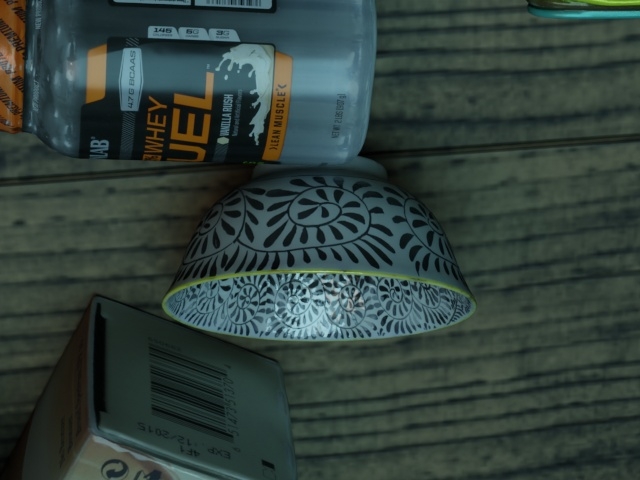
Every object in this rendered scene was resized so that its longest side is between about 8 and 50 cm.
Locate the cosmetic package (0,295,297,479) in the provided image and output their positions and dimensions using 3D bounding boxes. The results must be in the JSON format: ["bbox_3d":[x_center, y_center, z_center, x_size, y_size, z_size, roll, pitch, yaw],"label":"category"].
[{"bbox_3d":[-0.137,0.201,1.150,0.129,0.153,0.296,21,113,-17],"label":"cosmetic package"}]

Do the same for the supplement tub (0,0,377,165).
[{"bbox_3d":[-0.073,-0.097,1.006,0.190,0.117,0.117,1,119,-8],"label":"supplement tub"}]

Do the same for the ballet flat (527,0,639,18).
[{"bbox_3d":[0.219,-0.148,1.045,0.231,0.077,0.077,4,102,-8],"label":"ballet flat"}]

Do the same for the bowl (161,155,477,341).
[{"bbox_3d":[0.000,0.000,1.077,0.170,0.170,0.080,4,75,-9],"label":"bowl"}]
